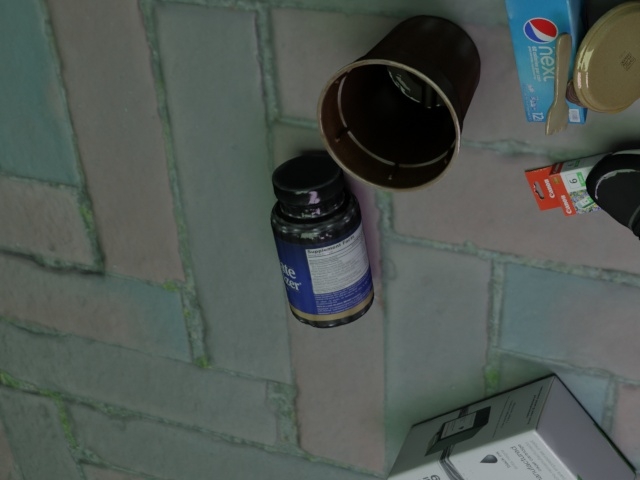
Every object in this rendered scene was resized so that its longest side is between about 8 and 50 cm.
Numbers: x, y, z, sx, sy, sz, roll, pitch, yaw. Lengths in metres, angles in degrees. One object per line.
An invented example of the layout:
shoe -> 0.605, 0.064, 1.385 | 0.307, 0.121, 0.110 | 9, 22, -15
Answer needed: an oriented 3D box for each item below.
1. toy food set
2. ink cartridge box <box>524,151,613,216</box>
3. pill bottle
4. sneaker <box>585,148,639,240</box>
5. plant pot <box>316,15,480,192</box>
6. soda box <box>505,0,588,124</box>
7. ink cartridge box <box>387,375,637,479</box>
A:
toy food set -> 0.311, -0.191, 1.110 | 0.038, 0.192, 0.132 | 47, 148, 49
ink cartridge box -> 0.307, -0.064, 1.277 | 0.115, 0.029, 0.063 | -12, 119, 33
pill bottle -> 0.000, 0.000, 1.423 | 0.123, 0.123, 0.219 | 5, 127, 24
sneaker -> 0.419, -0.001, 1.158 | 0.283, 0.124, 0.107 | 30, 131, 12
plant pot -> 0.103, -0.167, 1.210 | 0.167, 0.165, 0.167 | 14, 129, 17
soda box -> 0.245, -0.220, 1.119 | 0.067, 0.071, 0.210 | 6, 145, 23
ink cartridge box -> 0.277, 0.348, 1.550 | 0.289, 0.121, 0.211 | -30, 107, 41
